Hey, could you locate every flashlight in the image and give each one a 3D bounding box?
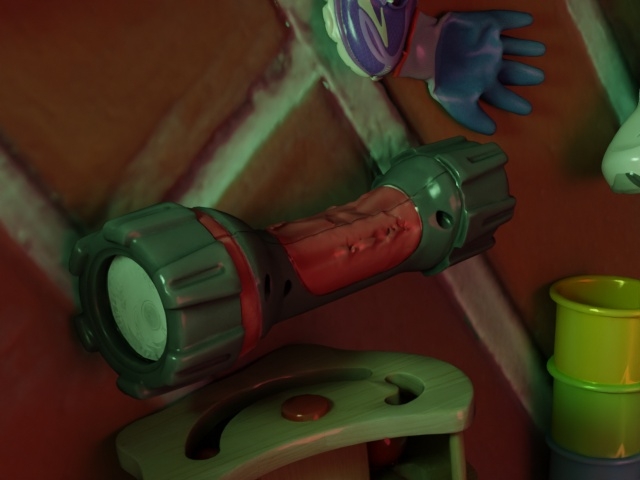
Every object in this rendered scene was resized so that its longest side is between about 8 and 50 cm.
[{"bbox_3d":[0.000,0.000,0.825,0.304,0.103,0.103,-20,112,-40],"label":"flashlight"}]

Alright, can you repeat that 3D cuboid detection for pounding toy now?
[{"bbox_3d":[0.011,0.159,0.837,0.269,0.154,0.155,-24,117,-40],"label":"pounding toy"}]

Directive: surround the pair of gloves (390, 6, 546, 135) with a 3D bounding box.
[{"bbox_3d":[0.116,-0.176,0.958,0.159,0.023,0.198,11,93,-48],"label":"pair of gloves"}]

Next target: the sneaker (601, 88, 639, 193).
[{"bbox_3d":[0.299,-0.147,1.117,0.297,0.111,0.129,-50,120,-34],"label":"sneaker"}]

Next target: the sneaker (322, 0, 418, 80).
[{"bbox_3d":[0.052,-0.182,0.853,0.068,0.071,0.170,14,91,-47],"label":"sneaker"}]

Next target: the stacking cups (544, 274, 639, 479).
[{"bbox_3d":[0.223,0.191,1.112,0.096,0.096,0.316,-13,109,-44],"label":"stacking cups"}]
